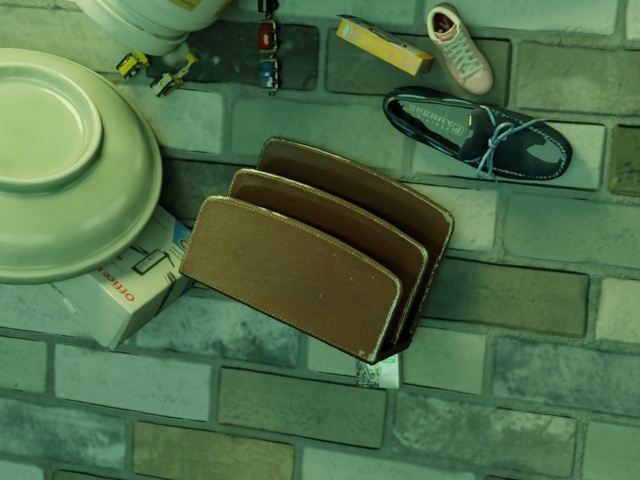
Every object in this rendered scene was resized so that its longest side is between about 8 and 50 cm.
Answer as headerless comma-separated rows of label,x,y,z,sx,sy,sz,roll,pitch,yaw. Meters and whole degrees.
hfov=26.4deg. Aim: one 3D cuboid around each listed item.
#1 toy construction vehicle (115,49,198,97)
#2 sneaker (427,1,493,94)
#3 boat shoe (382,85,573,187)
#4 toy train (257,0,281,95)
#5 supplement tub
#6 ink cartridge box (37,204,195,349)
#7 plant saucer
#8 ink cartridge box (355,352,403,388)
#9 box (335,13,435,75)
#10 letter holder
toy construction vehicle,-0.229,-0.250,1.939,0.098,0.035,0.086,-46,73,16
sneaker,0.179,-0.249,1.790,0.051,0.070,0.134,-27,91,17
boat shoe,0.198,-0.130,1.793,0.258,0.089,0.109,14,103,14
toy train,-0.072,-0.278,1.879,0.027,0.036,0.158,1,99,17
supplement tub,-0.173,-0.417,1.778,0.228,0.228,0.316,48,115,5
ink cartridge box,-0.271,0.037,1.899,0.148,0.203,0.086,40,128,7
plant saucer,-0.404,-0.130,1.827,0.400,0.400,0.100,34,143,9
ink cartridge box,0.081,0.147,1.907,0.063,0.029,0.115,1,99,17
box,0.081,-0.261,1.812,0.136,0.081,0.028,28,107,12
letter holder,0.000,0.000,1.829,0.302,0.152,0.214,24,103,18
